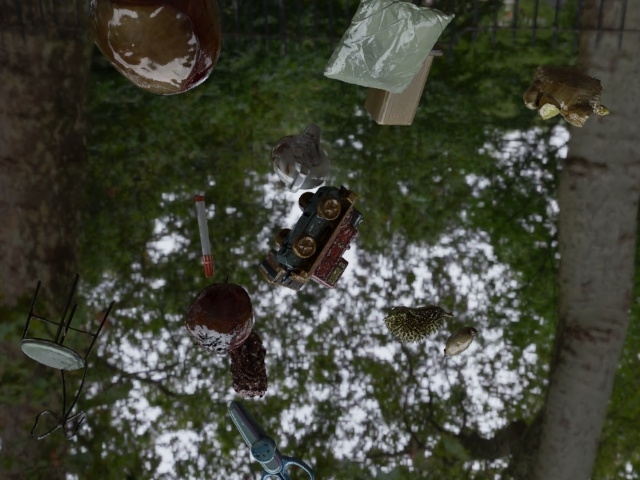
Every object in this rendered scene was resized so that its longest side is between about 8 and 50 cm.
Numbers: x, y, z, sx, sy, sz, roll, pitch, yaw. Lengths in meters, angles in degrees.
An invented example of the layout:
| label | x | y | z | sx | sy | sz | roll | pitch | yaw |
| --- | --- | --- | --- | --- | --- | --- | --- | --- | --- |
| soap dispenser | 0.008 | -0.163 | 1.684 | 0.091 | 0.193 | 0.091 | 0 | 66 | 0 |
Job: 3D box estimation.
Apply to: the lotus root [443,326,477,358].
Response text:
| label | x | y | z | sx | sy | sz | roll | pitch | yaw |
| --- | --- | --- | --- | --- | --- | --- | --- | --- | --- |
| lotus root | 0.426 | 0.311 | 2.228 | 0.062 | 0.150 | 0.073 | 39 | -144 | -1 |

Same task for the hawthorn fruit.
| label | x | y | z | sx | sy | sz | roll | pitch | yaw |
| --- | --- | --- | --- | --- | --- | --- | --- | --- | --- |
| hawthorn fruit | -0.254 | 0.179 | 1.899 | 0.181 | 0.181 | 0.235 | 4 | -128 | 11 |

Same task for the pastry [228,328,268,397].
| label | x | y | z | sx | sy | sz | roll | pitch | yaw |
| --- | --- | --- | --- | --- | --- | --- | --- | --- | --- |
| pastry | -0.204 | 0.340 | 2.034 | 0.115 | 0.209 | 0.097 | -25 | 150 | 25 |

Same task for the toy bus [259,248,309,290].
| label | x | y | z | sx | sy | sz | roll | pitch | yaw |
| --- | --- | --- | --- | --- | --- | --- | --- | --- | --- |
| toy bus | -0.127 | 0.108 | 2.592 | 0.098 | 0.114 | 0.201 | 46 | -169 | 30 |

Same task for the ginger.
| label | x | y | z | sx | sy | sz | roll | pitch | yaw |
| --- | --- | --- | --- | --- | --- | --- | --- | --- | --- |
| ginger | 0.636 | -0.371 | 1.841 | 0.216 | 0.102 | 0.157 | 24 | -113 | 8 |

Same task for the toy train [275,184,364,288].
| label | x | y | z | sx | sy | sz | roll | pitch | yaw |
| --- | --- | --- | --- | --- | --- | --- | --- | --- | --- |
| toy train | 0.000 | 0.000 | 2.317 | 0.231 | 0.369 | 0.163 | 37 | 171 | -31 |

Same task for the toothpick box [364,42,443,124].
| label | x | y | z | sx | sy | sz | roll | pitch | yaw |
| --- | --- | --- | --- | --- | --- | --- | --- | --- | --- |
| toothpick box | 0.283 | -0.584 | 2.599 | 0.187 | 0.308 | 0.190 | -4 | -140 | -24 |

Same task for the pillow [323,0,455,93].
| label | x | y | z | sx | sy | sz | roll | pitch | yaw |
| --- | --- | --- | --- | --- | --- | --- | --- | --- | --- |
| pillow | 0.177 | -0.528 | 1.932 | 0.280 | 0.274 | 0.076 | 3 | -132 | -30 |

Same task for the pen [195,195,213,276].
| label | x | y | z | sx | sy | sz | roll | pitch | yaw |
| --- | --- | --- | --- | --- | --- | --- | --- | --- | --- |
| pen | -0.336 | -0.011 | 2.091 | 0.028 | 0.239 | 0.028 | -7 | -176 | 1 |

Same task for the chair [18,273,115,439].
| label | x | y | z | sx | sy | sz | roll | pitch | yaw |
| --- | --- | --- | --- | --- | --- | --- | --- | --- | --- |
| chair | -0.578 | 0.253 | 1.584 | 0.159 | 0.170 | 0.326 | -7 | -126 | 28 |

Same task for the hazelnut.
| label | x | y | z | sx | sy | sz | roll | pitch | yaw |
| --- | --- | --- | --- | --- | --- | --- | --- | --- | --- |
| hazelnut | -0.409 | -0.563 | 1.846 | 0.365 | 0.366 | 0.366 | 0 | -160 | 0 |

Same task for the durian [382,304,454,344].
| label | x | y | z | sx | sy | sz | roll | pitch | yaw |
| --- | --- | --- | --- | --- | --- | --- | --- | --- | --- |
| durian | 0.257 | 0.214 | 1.874 | 0.208 | 0.103 | 0.146 | -6 | 174 | -26 |

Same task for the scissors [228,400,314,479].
| label | x | y | z | sx | sy | sz | roll | pitch | yaw |
| --- | --- | --- | --- | --- | --- | --- | --- | --- | --- |
| scissors | -0.122 | 0.460 | 1.586 | 0.125 | 0.256 | 0.030 | -33 | -177 | 14 |

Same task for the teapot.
| label | x | y | z | sx | sy | sz | roll | pitch | yaw |
| --- | --- | --- | --- | --- | --- | --- | --- | --- | --- |
| teapot | -0.061 | -0.255 | 2.354 | 0.204 | 0.139 | 0.298 | 23 | -135 | -19 |
